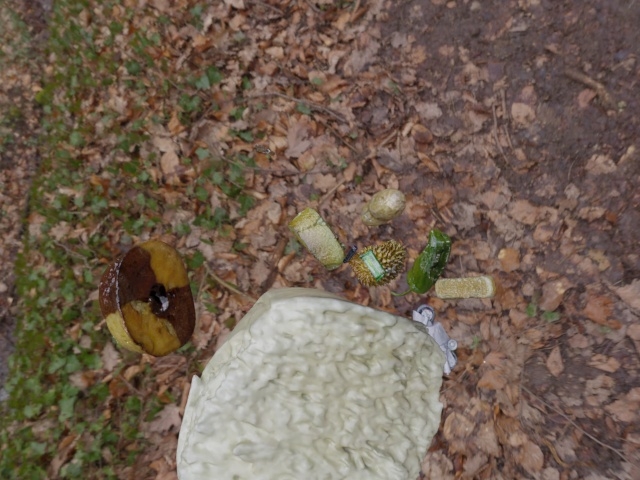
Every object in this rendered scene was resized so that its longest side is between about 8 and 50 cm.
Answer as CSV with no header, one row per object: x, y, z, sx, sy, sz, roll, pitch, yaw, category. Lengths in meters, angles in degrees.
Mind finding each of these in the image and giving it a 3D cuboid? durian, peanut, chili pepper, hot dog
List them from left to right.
0.148,-0.079,1.158,0.080,0.174,0.080,5,75,-18,peanut
0.239,0.095,1.756,0.137,0.249,0.183,6,109,50,durian
0.239,0.072,1.072,0.073,0.072,0.204,-106,31,-52,chili pepper
0.534,0.174,1.727,0.242,0.073,0.084,-12,77,49,hot dog

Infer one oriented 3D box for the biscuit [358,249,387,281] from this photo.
0.153,0.071,1.352,0.046,0.016,0.089,-35,83,12,biscuit

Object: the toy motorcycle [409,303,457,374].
0.376,0.364,1.668,0.170,0.110,0.261,-28,96,-10,toy motorcycle

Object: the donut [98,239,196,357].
-0.280,0.096,0.764,0.073,0.166,0.184,-14,102,24,donut

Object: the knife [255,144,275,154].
-0.228,-0.366,1.920,0.047,0.298,0.017,3,95,3,knife

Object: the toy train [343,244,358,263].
0.102,0.049,1.625,0.017,0.017,0.083,48,131,19,toy train

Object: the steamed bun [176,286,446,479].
0.008,0.178,0.564,0.290,0.273,0.272,33,96,-18,steamed bun

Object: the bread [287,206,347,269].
0.000,0.000,1.763,0.124,0.186,0.257,-42,72,-1,bread
